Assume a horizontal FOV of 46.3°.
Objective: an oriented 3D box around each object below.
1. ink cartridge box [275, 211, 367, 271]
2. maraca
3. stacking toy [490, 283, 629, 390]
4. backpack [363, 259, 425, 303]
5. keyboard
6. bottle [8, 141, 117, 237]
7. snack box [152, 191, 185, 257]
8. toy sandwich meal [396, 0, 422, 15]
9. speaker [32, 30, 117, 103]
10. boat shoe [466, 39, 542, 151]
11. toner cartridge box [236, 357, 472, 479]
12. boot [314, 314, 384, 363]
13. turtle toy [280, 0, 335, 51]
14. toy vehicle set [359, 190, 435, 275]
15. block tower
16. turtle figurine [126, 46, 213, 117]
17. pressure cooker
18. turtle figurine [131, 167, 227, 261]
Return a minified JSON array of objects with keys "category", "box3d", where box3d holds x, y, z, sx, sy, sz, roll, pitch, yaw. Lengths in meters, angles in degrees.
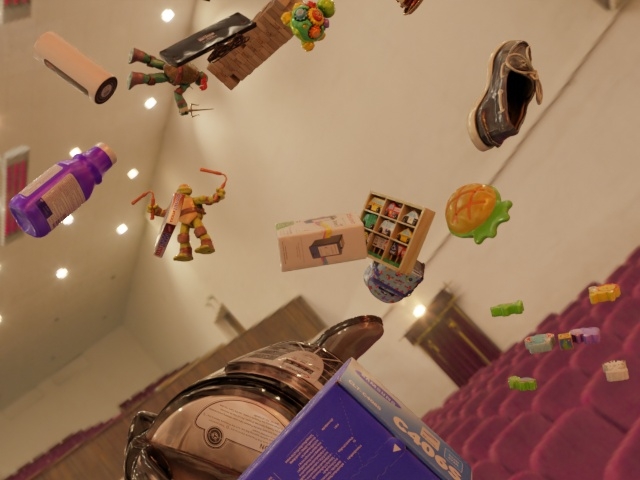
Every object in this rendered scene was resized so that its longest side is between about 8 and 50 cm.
[{"category":"ink cartridge box","box3d":[0.000,0.000,1.846,0.212,0.093,0.154,-7,15,-3]},{"category":"maraca","box3d":[0.318,-0.054,1.513,0.127,0.099,0.185,-54,25,5]},{"category":"stacking toy","box3d":[0.430,0.175,1.335,0.221,0.167,0.052,-11,13,16]},{"category":"backpack","box3d":[0.213,0.116,2.269,0.173,0.158,0.117,-52,11,28]},{"category":"keyboard","box3d":[-0.213,-0.381,1.468,0.192,0.100,0.038,-33,-41,-17]},{"category":"bottle","box3d":[-0.616,-0.132,1.819,0.283,0.092,0.118,-50,-32,-32]},{"category":"snack box","box3d":[-0.284,-0.026,1.394,0.178,0.022,0.064,134,150,-62]},{"category":"toy sandwich meal","box3d":[0.169,-0.451,1.373,0.085,0.029,0.085,-51,18,24]},{"category":"speaker","box3d":[-0.399,-0.282,1.219,0.055,0.136,0.055,-52,-7,-9]},{"category":"boat shoe","box3d":[0.300,-0.240,1.175,0.079,0.095,0.254,-14,31,42]},{"category":"toner cartridge box","box3d":[-0.026,0.300,0.751,0.348,0.165,0.075,-49,-3,15]},{"category":"boot","box3d":[0.038,0.327,1.591,0.118,0.222,0.338,19,-52,-40]},{"category":"turtle toy","box3d":[-0.016,-0.466,1.576,0.066,0.095,0.130,-24,22,49]},{"category":"toy vehicle set","box3d":[0.172,-0.024,1.880,0.035,0.267,0.166,20,-87,-29]},{"category":"block tower","box3d":[-0.157,-0.501,1.875,0.335,0.097,0.091,-30,27,45]},{"category":"turtle figurine","box3d":[-0.386,-0.430,1.974,0.234,0.175,0.118,10,-42,-26]},{"category":"pressure cooker","box3d":[-0.093,0.383,1.249,0.370,0.375,0.420,-28,-5,18]},{"category":"turtle figurine","box3d":[-0.352,-0.058,1.939,0.269,0.217,0.087,-14,-18,8]}]
